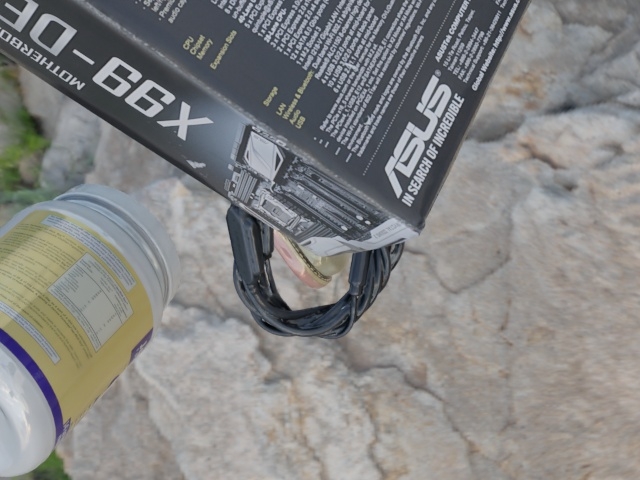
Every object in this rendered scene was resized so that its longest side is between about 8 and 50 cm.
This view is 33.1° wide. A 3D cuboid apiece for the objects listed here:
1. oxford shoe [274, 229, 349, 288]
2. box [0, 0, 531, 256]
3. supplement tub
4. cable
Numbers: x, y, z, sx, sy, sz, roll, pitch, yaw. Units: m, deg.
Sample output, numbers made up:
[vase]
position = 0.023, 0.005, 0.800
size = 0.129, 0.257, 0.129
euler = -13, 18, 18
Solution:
[oxford shoe]
position = -0.023, -0.150, 1.081
size = 0.146, 0.140, 0.397
euler = -16, 94, 14
[box]
position = -0.012, -0.186, 0.363
size = 0.308, 0.242, 0.076
euler = -63, 20, -17
[supplement tub]
position = -0.346, 0.100, 1.336
size = 0.241, 0.331, 0.241
euler = 17, 131, 21
[cable]
position = 0.000, 0.000, 0.875
size = 0.047, 0.150, 0.185
euler = 40, 147, 53
